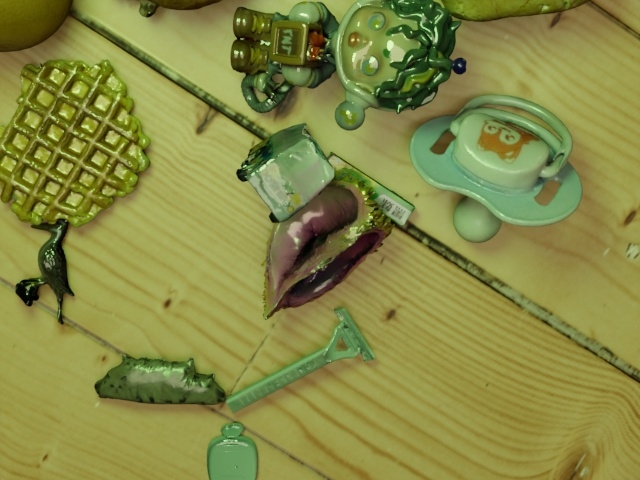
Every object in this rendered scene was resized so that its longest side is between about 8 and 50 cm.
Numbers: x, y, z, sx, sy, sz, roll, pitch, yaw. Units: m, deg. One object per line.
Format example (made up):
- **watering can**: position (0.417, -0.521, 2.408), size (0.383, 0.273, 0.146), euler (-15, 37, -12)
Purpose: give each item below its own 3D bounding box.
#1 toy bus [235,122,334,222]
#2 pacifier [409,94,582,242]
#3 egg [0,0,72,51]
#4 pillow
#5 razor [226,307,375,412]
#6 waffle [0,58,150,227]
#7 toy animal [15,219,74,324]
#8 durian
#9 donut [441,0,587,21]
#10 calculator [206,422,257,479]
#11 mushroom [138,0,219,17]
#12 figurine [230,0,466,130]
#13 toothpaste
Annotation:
- **toy bus**: position (-0.051, -0.115, 1.642), size (0.138, 0.317, 0.112), euler (-36, 102, 3)
- **pacifier**: position (0.291, -0.096, 1.734), size (0.299, 0.244, 0.233), euler (29, 134, 17)
- **egg**: position (-0.546, -0.452, 1.585), size (0.282, 0.282, 0.351), euler (-42, 106, 8)
- **pillow**: position (-0.292, 0.252, 1.851), size (0.241, 0.051, 0.093), euler (3, 102, 1)
- **razor**: position (-0.047, 0.236, 1.847), size (0.278, 0.056, 0.111), euler (-31, 102, 5)
- **waffle**: position (-0.446, -0.171, 1.755), size (0.301, 0.058, 0.281), euler (-35, 97, 4)
- **toy animal**: position (-0.479, 0.043, 1.810), size (0.105, 0.070, 0.202), euler (14, 95, -13)
- **durian**: position (0.002, -0.007, 1.757), size (0.260, 0.154, 0.186), euler (-27, 83, 19)
- **donut**: position (0.316, -0.435, 1.637), size (0.261, 0.208, 0.128), euler (-2, 115, 14)
- **calculator**: position (-0.165, 0.414, 1.900), size (0.095, 0.021, 0.153), euler (0, 105, -1)
- **mushroom**: position (-0.212, -0.528, 1.632), size (0.345, 0.259, 0.345), euler (3, 77, -13)
- **figurine**: position (0.041, -0.315, 1.646), size (0.382, 0.186, 0.261), euler (8, 106, 14)
- **toothpaste**: position (0.082, -0.091, 1.790), size (0.178, 0.037, 0.043), euler (33, 98, -7)
